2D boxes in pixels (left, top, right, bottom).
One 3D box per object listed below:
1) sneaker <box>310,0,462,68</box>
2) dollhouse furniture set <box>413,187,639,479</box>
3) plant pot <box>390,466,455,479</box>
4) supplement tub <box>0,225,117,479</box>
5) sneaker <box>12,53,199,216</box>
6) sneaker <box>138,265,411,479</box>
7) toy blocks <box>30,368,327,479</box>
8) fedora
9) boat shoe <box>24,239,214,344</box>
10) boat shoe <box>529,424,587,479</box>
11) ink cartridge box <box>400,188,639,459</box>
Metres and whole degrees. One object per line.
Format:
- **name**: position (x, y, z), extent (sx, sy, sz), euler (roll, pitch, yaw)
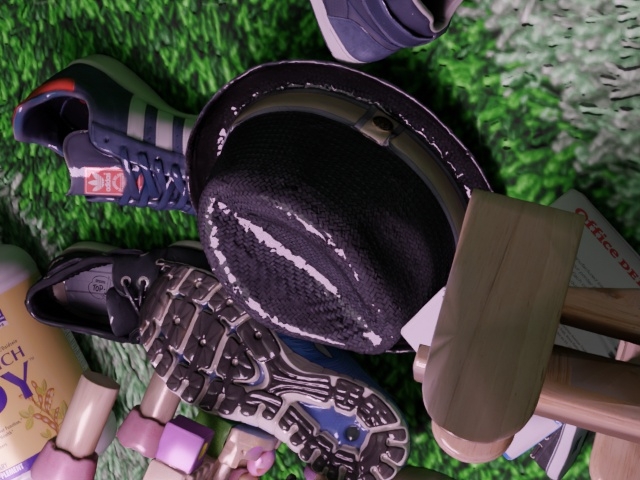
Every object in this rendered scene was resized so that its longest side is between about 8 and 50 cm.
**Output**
- **sneaker**: position (0.036, -0.266, 1.351), extent (0.163, 0.086, 0.226), euler (-6, 120, 56)
- **dollhouse furniture set**: position (0.245, 0.167, 1.030), extent (0.394, 0.256, 0.362), euler (15, 171, 7)
- **plant pot**: position (0.054, 0.417, 1.618), extent (0.256, 0.274, 0.256), euler (23, 128, 32)
- **supplement tub**: position (-0.425, 0.152, 1.924), extent (0.241, 0.241, 0.331), euler (-19, 101, 47)
- **sneaker**: position (-0.180, -0.074, 1.631), extent (0.350, 0.148, 0.131), euler (28, 130, 28)
- **sneaker**: position (-0.047, 0.144, 1.618), extent (0.330, 0.147, 0.130), euler (35, 94, 13)
- **toy blocks**: position (-0.135, 0.302, 1.647), extent (0.309, 0.288, 0.260), euler (25, 99, 14)
- **fedora**: position (0.000, 0.000, 1.452), extent (0.334, 0.152, 0.334), euler (12, 124, 19)
- **boat shoe**: position (-0.213, 0.068, 1.772), extent (0.340, 0.113, 0.127), euler (10, 121, 39)
- **boat shoe**: position (0.232, 0.174, 1.474), extent (0.040, 0.049, 0.142), euler (35, 136, 23)
- **ink cartridge box**: position (0.193, 0.068, 1.333), extent (0.148, 0.203, 0.086), euler (50, 139, 8)
